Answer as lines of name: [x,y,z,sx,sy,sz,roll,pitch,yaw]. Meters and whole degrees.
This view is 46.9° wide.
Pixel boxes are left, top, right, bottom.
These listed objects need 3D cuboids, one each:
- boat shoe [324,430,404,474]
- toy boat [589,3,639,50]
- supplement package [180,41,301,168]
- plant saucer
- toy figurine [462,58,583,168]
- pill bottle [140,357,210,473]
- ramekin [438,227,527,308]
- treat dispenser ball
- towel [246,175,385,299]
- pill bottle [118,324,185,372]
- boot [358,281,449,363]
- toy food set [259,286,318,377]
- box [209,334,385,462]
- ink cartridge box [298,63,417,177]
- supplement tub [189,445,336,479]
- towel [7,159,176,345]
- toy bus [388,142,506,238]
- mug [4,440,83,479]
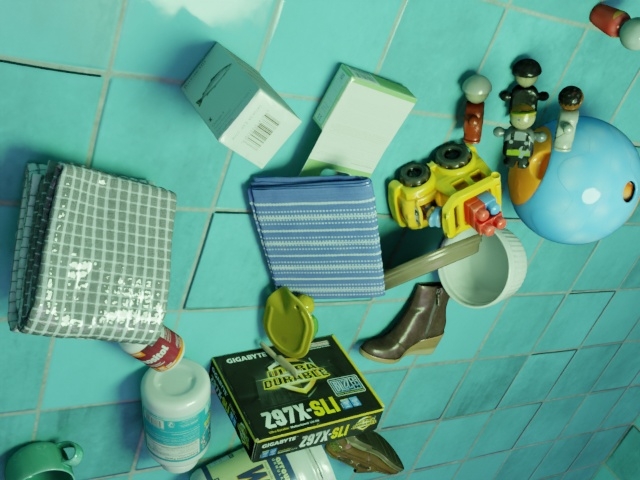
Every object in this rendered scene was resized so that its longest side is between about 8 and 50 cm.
boat shoe: [0.124,0.613,2.131,0.104,0.111,0.307,-42,127,9]
toy boat: [0.680,-0.546,1.482,0.267,0.148,0.318,7,121,-38]
supplement package: [-0.131,-0.220,1.192,0.105,0.179,0.105,-49,136,11]
plant saucer: [0.238,0.054,1.653,0.277,0.041,0.278,-23,174,-3]
toy figurine: [0.409,-0.263,1.497,0.213,0.209,0.148,-18,128,-21]
pill bottle: [-0.313,0.393,1.613,0.146,0.146,0.264,-14,132,-24]
ramekin: [0.393,0.055,1.765,0.109,0.207,0.207,-3,128,-44]
treat dispenser ball: [0.568,-0.134,1.652,0.288,0.288,0.288,-18,133,-20]
towel: [0.000,0.000,1.488,0.243,0.040,0.336,-1,136,10]
pill bottle: [-0.346,0.197,1.469,0.086,0.086,0.152,-40,137,2]
boot: [0.218,0.201,1.873,0.248,0.090,0.207,-1,114,-31]
toy food set: [-0.057,0.184,1.618,0.071,0.128,0.218,-37,153,-42]
box: [-0.056,0.344,1.663,0.321,0.257,0.079,-6,129,-29]
ink cartridge box: [0.059,-0.206,1.424,0.171,0.056,0.235,9,125,-38]
supplement tub: [-0.141,0.628,1.862,0.324,0.235,0.235,-22,135,-17]
towel: [-0.359,0.020,1.192,0.235,0.121,0.284,11,81,-39]
toy bus: [0.284,-0.077,1.569,0.220,0.211,0.149,-26,137,-11]
mug: [-0.578,0.481,1.546,0.157,0.097,0.130,-13,131,-25]
